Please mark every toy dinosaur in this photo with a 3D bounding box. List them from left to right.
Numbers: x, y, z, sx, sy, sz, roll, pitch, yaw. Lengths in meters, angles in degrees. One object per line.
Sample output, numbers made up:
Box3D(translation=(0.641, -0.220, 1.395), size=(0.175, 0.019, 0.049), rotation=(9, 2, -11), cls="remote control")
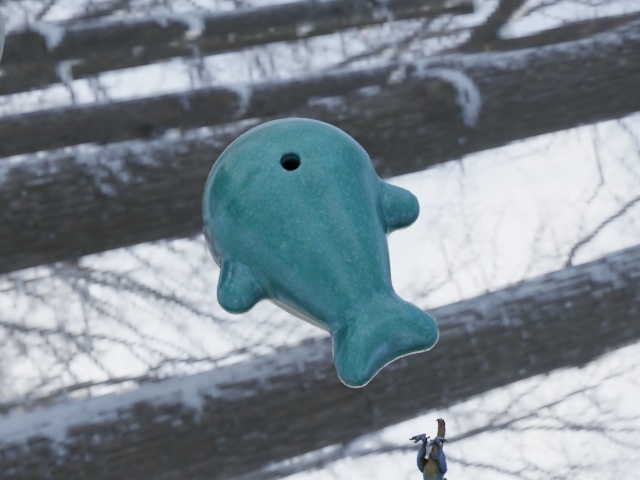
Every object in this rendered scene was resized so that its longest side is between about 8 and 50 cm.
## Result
Box3D(translation=(0.106, 0.212, 1.296), size=(0.047, 0.090, 0.082), rotation=(-2, -72, 37), cls="toy dinosaur")

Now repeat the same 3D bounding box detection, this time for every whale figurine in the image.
Box3D(translation=(0.000, 0.000, 1.364), size=(0.272, 0.216, 0.141), rotation=(57, -16, 28), cls="whale figurine")

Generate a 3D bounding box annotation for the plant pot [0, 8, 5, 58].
Box3D(translation=(-0.549, -0.182, 1.520), size=(0.334, 0.305, 0.334), rotation=(-34, -141, 33), cls="plant pot")
